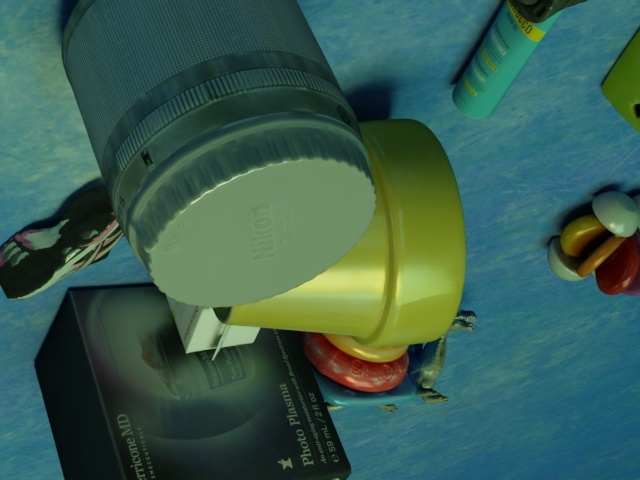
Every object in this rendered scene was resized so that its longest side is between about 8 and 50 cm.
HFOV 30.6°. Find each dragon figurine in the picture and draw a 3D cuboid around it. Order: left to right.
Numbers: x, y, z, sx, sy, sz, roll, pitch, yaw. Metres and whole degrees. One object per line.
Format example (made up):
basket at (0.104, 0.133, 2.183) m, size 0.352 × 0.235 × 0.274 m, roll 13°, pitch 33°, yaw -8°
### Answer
dragon figurine at (0.114, 0.182, 1.790) m, size 0.289 × 0.144 × 0.085 m, roll -15°, pitch 156°, yaw 23°

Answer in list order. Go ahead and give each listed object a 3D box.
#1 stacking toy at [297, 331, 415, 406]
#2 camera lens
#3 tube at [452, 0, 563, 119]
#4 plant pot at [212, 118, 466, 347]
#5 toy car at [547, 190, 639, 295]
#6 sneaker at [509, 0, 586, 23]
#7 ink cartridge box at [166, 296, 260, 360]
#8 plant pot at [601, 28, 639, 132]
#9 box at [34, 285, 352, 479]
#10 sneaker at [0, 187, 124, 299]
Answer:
stacking toy at (0.084, 0.069, 1.559) m, size 0.166 × 0.175 × 0.302 m, roll 2°, pitch 129°, yaw -34°
camera lens at (-0.092, -0.109, 1.018) m, size 0.219 × 0.274 × 0.219 m, roll -18°, pitch 149°, yaw -11°
tube at (0.206, -0.215, 1.262) m, size 0.052 × 0.080 × 0.207 m, roll -13°, pitch 152°, yaw -28°
plant pot at (0.000, 0.000, 1.280) m, size 0.239 × 0.254 × 0.254 m, roll -6°, pitch 145°, yaw -18°
toy car at (0.440, 0.019, 1.716) m, size 0.182 × 0.136 × 0.159 m, roll 2°, pitch 140°, yaw -36°
sneaker at (0.265, -0.324, 1.051) m, size 0.130 × 0.109 × 0.286 m, roll -18°, pitch 156°, yaw -29°
ink cartridge box at (-0.124, 0.061, 1.384) m, size 0.090 × 0.143 × 0.092 m, roll -7°, pitch 146°, yaw -26°
plant pot at (0.514, -0.188, 1.384) m, size 0.227 × 0.207 × 0.228 m, roll -5°, pitch 143°, yaw -28°
box at (-0.163, 0.218, 1.449) m, size 0.294 × 0.296 × 0.182 m, roll -3°, pitch 144°, yaw -32°
sneaker at (-0.274, 0.013, 1.286) m, size 0.178 × 0.072 × 0.077 m, roll -28°, pitch 160°, yaw 17°
